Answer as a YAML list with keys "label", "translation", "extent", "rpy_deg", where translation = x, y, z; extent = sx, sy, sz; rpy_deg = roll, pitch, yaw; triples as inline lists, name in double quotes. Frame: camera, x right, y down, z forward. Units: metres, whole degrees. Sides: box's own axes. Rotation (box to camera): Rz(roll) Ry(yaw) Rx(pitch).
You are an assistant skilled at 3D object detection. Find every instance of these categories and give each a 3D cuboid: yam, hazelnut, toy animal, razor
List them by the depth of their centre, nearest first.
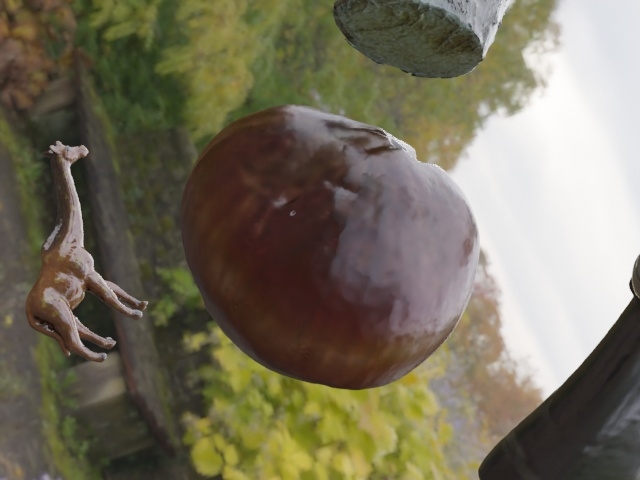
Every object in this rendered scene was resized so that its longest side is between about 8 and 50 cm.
- label: "hazelnut"
  translation: [0.000, 0.000, 0.794]
  extent: [0.204, 0.178, 0.178]
  rpy_deg: [41, -13, 23]
- label: "yam"
  translation: [0.085, -0.189, 0.812]
  extent: [0.107, 0.107, 0.183]
  rpy_deg: [71, 37, -50]
- label: "razor"
  translation: [0.331, 0.190, 1.352]
  extent: [0.204, 0.349, 0.113]
  rpy_deg: [22, 20, -47]
- label: "toy animal"
  translation: [-0.305, 0.014, 1.512]
  extent: [0.229, 0.224, 0.066]
  rpy_deg: [44, -27, -12]

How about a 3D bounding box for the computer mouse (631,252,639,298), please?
- label: "computer mouse"
  translation: [0.250, 0.016, 0.842]
  extent: [0.096, 0.066, 0.039]
  rpy_deg: [-14, 88, -66]
